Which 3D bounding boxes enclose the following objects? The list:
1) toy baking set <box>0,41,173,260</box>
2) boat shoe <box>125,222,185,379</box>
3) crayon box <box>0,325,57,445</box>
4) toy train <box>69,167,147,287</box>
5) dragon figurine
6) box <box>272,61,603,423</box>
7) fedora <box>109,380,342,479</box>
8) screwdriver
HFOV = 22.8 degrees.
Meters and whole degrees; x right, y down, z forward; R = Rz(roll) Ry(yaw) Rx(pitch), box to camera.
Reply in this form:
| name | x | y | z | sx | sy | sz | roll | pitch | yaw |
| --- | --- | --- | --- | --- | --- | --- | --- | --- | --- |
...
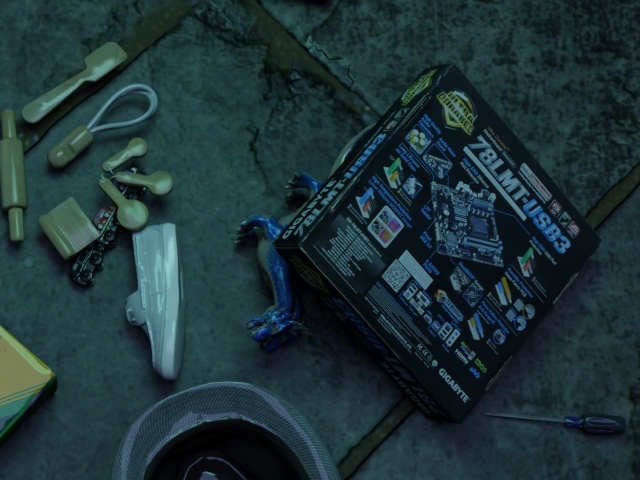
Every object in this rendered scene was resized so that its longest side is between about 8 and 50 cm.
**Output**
| name | x | y | z | sx | sy | sz | roll | pitch | yaw |
| --- | --- | --- | --- | --- | --- | --- | --- | --- | --- |
| toy baking set | -0.276 | -0.100 | 1.829 | 0.197 | 0.030 | 0.256 | -10 | 71 | -8 |
| boat shoe | -0.187 | 0.068 | 1.782 | 0.063 | 0.066 | 0.184 | -5 | 75 | 3 |
| crayon box | -0.440 | 0.123 | 1.709 | 0.278 | 0.081 | 0.165 | 40 | 70 | 5 |
| toy train | -0.244 | -0.018 | 1.819 | 0.036 | 0.027 | 0.158 | 23 | 69 | 10 |
| dragon figurine | 0.000 | 0.000 | 1.822 | 0.289 | 0.085 | 0.144 | -42 | 83 | -19 |
| box | 0.139 | 0.003 | 1.795 | 0.295 | 0.073 | 0.293 | 47 | 67 | -20 |
| fedora | -0.097 | 0.297 | 1.686 | 0.244 | 0.124 | 0.275 | -25 | 76 | -15 |
| screwdriver | 0.269 | 0.208 | 1.840 | 0.170 | 0.025 | 0.024 | 4 | 72 | 1 |
